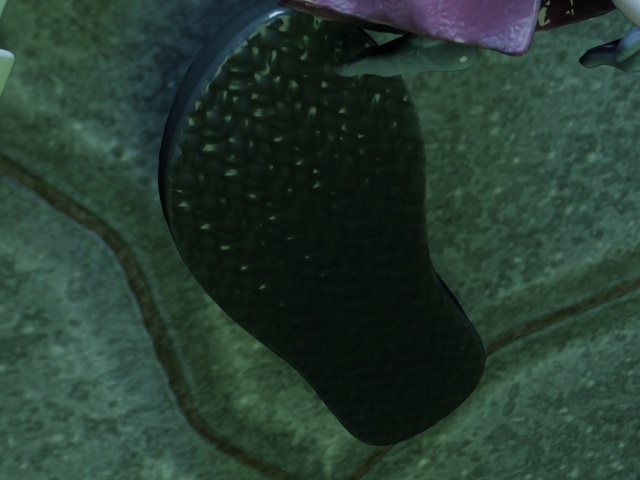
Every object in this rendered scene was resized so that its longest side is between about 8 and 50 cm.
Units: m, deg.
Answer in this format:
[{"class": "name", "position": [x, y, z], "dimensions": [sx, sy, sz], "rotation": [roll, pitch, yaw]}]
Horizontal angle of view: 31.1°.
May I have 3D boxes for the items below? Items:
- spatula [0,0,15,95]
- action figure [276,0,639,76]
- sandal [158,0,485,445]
[{"class": "spatula", "position": [-0.231, -0.138, 0.594], "dimensions": [0.168, 0.019, 0.242], "rotation": [12, 138, -25]}, {"class": "action figure", "position": [0.075, -0.261, 0.532], "dimensions": [0.248, 0.276, 0.370], "rotation": [-8, 104, -25]}, {"class": "sandal", "position": [-0.002, 0.002, 0.798], "dimensions": [0.167, 0.107, 0.446], "rotation": [-30, 141, -5]}]
